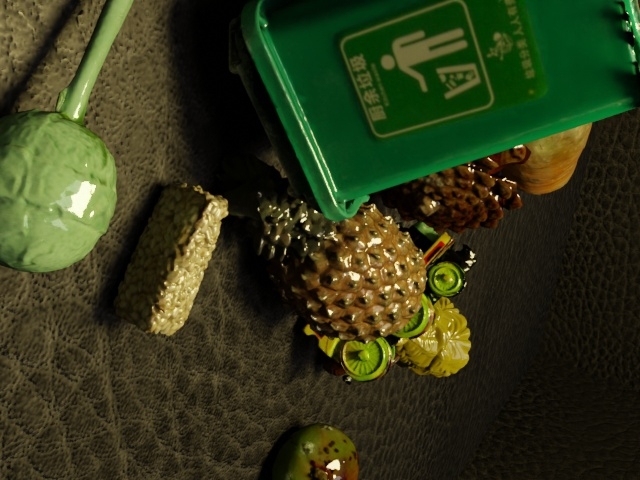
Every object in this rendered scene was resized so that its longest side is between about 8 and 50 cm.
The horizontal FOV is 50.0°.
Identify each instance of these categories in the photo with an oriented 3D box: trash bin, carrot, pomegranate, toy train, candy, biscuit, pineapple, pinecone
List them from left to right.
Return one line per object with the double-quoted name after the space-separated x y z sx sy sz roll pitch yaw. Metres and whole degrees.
-0.177 -0.184 0.573 0.119 0.119 0.439 36 69 -61 "candy"
-0.158 0.020 0.740 0.070 0.082 0.168 25 86 -64 "biscuit"
0.000 0.000 0.920 0.362 0.202 0.202 46 68 -45 "pineapple"
0.003 0.408 1.224 0.156 0.156 0.220 -65 154 -8 "pomegranate"
0.114 0.095 1.113 0.296 0.160 0.100 -46 166 4 "toy train"
0.134 -0.206 0.734 0.259 0.381 0.295 66 32 -24 "trash bin"
0.214 -0.151 1.121 0.264 0.264 0.264 -39 140 -43 "pinecone"
0.501 -0.248 1.574 0.224 0.224 0.340 -62 155 -12 "carrot"

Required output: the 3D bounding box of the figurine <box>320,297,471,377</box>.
0.139 0.180 1.303 0.315 0.168 0.187 8 59 -53 "figurine"
